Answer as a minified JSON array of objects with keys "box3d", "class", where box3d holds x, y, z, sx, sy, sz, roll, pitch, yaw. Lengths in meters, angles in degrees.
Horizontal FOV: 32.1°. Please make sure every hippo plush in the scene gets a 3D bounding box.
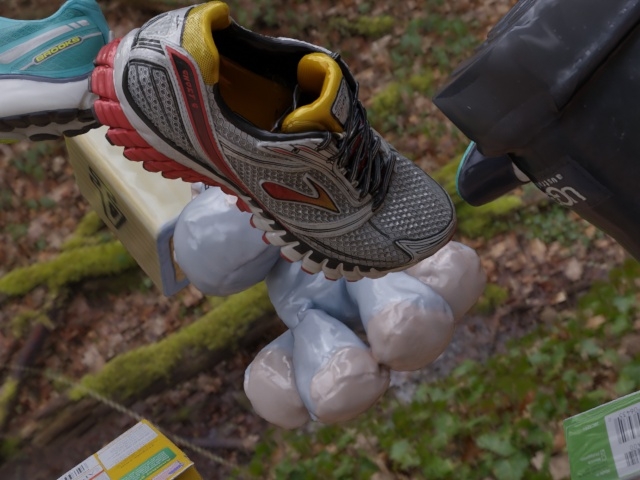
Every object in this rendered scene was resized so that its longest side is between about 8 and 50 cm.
[{"box3d":[0.000,0.000,1.028,0.234,0.236,0.294,-26,20,36],"class":"hippo plush"}]

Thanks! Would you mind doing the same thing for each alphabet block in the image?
[{"box3d":[-0.177,-0.083,1.370,0.192,0.193,0.197,-34,71,-20],"class":"alphabet block"}]

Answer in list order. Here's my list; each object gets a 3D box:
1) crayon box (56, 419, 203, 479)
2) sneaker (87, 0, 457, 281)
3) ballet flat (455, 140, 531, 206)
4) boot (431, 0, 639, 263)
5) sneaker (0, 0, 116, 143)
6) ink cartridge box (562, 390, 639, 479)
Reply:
[{"box3d":[-0.249,0.331,1.357,0.203,0.083,0.323,-34,10,-16],"class":"crayon box"},{"box3d":[-0.006,-0.046,0.585,0.092,0.225,0.088,-24,51,43],"class":"sneaker"},{"box3d":[0.196,-0.103,0.969,0.074,0.074,0.203,9,48,48],"class":"ballet flat"},{"box3d":[0.326,-0.039,0.533,0.367,0.445,0.146,-48,5,-8],"class":"boot"},{"box3d":[-0.289,-0.127,0.848,0.275,0.110,0.107,-6,-8,-1],"class":"sneaker"},{"box3d":[0.297,0.172,0.864,0.109,0.209,0.062,-32,50,38],"class":"ink cartridge box"}]
